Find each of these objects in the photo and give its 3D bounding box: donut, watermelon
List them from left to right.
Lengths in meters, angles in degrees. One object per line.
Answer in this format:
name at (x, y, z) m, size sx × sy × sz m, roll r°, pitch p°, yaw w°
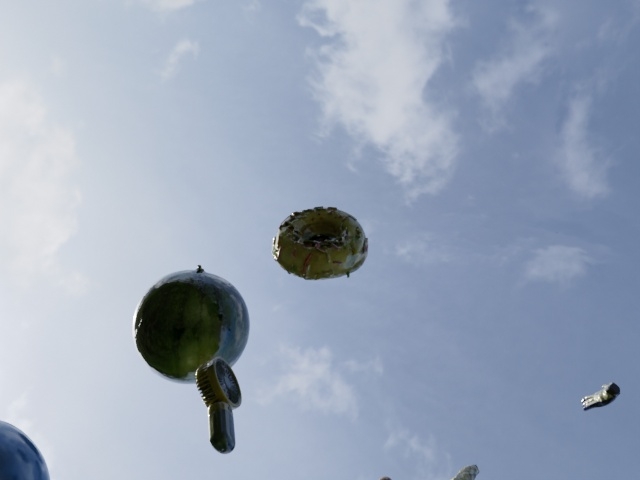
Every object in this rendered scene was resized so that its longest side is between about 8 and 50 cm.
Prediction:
watermelon at (-0.269, 0.178, 1.179) m, size 0.242 × 0.242 × 0.242 m, roll 0°, pitch -89°, yaw 23°
donut at (0.000, 0.000, 0.970) m, size 0.175 × 0.174 × 0.068 m, roll 18°, pitch -51°, yaw 22°

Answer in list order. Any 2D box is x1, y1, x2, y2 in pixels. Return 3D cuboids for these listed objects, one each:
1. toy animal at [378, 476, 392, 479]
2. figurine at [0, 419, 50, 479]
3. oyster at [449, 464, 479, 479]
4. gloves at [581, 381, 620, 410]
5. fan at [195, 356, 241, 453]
toy animal at (0.117, 0.512, 0.932) m, size 0.171 × 0.171 × 0.197 m, roll -42°, pitch -96°, yaw 18°
figurine at (-0.466, 0.311, 0.492) m, size 0.243 × 0.416 × 0.297 m, roll -30°, pitch -88°, yaw 44°
oyster at (0.180, 0.398, 0.707) m, size 0.106 × 0.061 × 0.199 m, roll -34°, pitch -117°, yaw 34°
gloves at (0.533, 0.297, 1.071) m, size 0.026 × 0.064 × 0.086 m, roll 51°, pitch -45°, yaw 15°
fan at (-0.146, 0.236, 0.804) m, size 0.039 × 0.155 × 0.082 m, roll -27°, pitch -56°, yaw 4°
